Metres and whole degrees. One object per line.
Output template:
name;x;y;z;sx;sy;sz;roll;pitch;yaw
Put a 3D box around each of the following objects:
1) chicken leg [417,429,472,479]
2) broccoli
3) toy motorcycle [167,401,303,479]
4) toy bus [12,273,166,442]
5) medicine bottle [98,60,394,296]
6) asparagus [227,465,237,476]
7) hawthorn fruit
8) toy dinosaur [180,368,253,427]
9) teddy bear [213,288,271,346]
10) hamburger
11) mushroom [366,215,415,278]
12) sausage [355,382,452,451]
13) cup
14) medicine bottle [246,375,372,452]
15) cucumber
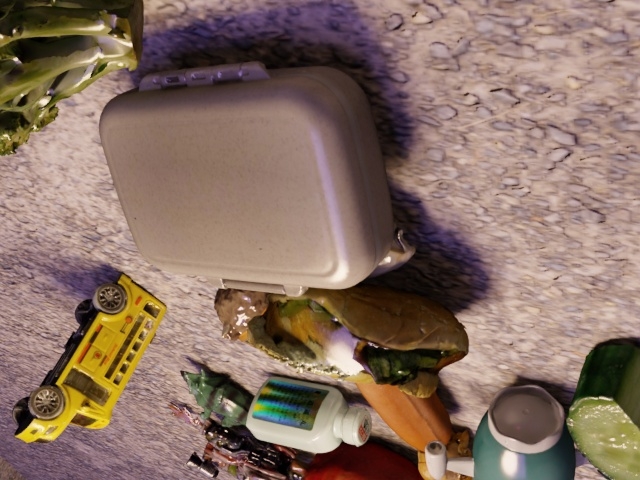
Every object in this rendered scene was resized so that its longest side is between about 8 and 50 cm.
chicken leg;0.256;0.397;1.446;0.207;0.101;0.085;25;157;-35
broccoli;-0.333;-0.244;0.862;0.283;0.304;0.321;2;170;-3
toy motorcycle;-0.195;0.498;1.857;0.400;0.134;0.207;24;140;3
toy bus;-0.422;0.233;1.481;0.152;0.330;0.144;36;146;-17
medicine bottle;-0.095;-0.074;0.968;0.375;0.123;0.282;3;116;35
asparagus;-0.231;0.547;2.027;0.041;0.045;0.178;50;158;31
hawthorn fruit;0.072;0.524;1.587;0.307;0.265;0.265;26;147;13
toy dinosaur;-0.183;0.358;1.708;0.292;0.079;0.120;43;146;-26
teddy bear;-0.073;0.118;1.263;0.190;0.140;0.177;30;145;-19
hamburger;0.052;0.119;1.096;0.284;0.134;0.265;16;-178;-14
mushroom;0.001;0.002;1.074;0.278;0.096;0.099;0;176;39
sausage;0.129;0.250;1.316;0.105;0.105;0.274;-5;134;40
cup;0.309;0.312;1.225;0.299;0.168;0.173;-7;129;4
medicine bottle;-0.018;0.329;1.507;0.228;0.121;0.083;4;139;31
cucumber;0.424;0.231;1.068;0.191;0.130;0.191;20;140;18
